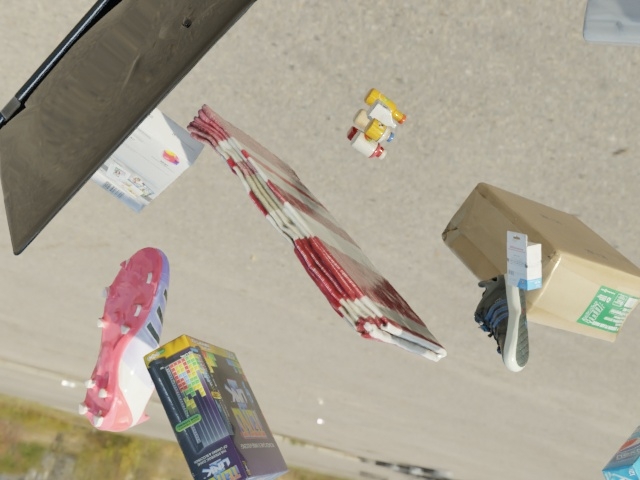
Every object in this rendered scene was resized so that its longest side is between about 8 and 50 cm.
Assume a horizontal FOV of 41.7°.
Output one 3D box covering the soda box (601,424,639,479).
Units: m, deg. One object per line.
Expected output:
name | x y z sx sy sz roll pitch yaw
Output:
soda box | 0.614 0.418 1.597 0.067 0.071 0.210 -27 176 41

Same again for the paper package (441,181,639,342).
paper package | 0.479 0.047 1.782 0.325 0.168 0.309 16 -156 -35

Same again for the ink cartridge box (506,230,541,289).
ink cartridge box | 0.302 0.027 1.248 0.028 0.083 0.048 -9 -168 -25

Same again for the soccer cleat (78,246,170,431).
soccer cleat | -0.232 0.126 1.066 0.083 0.248 0.095 24 -170 37

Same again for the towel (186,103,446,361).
towel | 0.000 0.000 0.942 0.329 0.037 0.237 50 -171 25

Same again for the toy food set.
toy food set | 0.131 -0.238 1.832 0.104 0.111 0.232 33 -159 -15

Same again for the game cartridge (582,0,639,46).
game cartridge | 0.479 -0.411 1.131 0.198 0.297 0.062 15 -174 43

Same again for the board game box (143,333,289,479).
board game box | -0.095 0.171 0.809 0.048 0.141 0.170 -29 164 3

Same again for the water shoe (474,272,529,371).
water shoe | 0.291 0.138 1.363 0.080 0.203 0.073 -13 124 22

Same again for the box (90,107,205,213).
box | -0.250 -0.118 1.073 0.145 0.038 0.186 37 147 -16

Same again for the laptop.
laptop | -0.204 -0.190 1.063 0.236 0.382 0.408 49 -168 12
